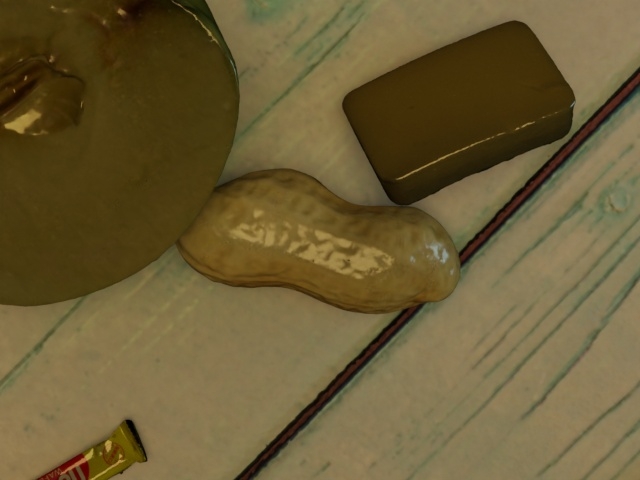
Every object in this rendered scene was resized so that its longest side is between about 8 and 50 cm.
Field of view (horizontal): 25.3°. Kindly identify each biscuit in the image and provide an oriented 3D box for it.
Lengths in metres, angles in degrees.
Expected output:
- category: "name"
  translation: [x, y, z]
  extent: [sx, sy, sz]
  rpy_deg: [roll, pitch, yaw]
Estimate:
- category: "biscuit"
  translation: [-0.299, 0.266, 1.382]
  extent: [0.292, 0.026, 0.048]
  rpy_deg: [-31, 73, -1]

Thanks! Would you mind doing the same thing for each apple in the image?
- category: "apple"
  translation: [-0.248, -0.138, 1.229]
  extent: [0.360, 0.320, 0.311]
  rpy_deg: [-30, 63, 16]

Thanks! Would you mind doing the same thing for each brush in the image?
- category: "brush"
  translation: [0.131, -0.120, 1.346]
  extent: [0.197, 0.059, 0.123]
  rpy_deg: [-23, 57, -2]

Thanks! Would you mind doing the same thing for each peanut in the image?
- category: "peanut"
  translation: [0.000, 0.000, 1.349]
  extent: [0.274, 0.111, 0.125]
  rpy_deg: [13, 56, -7]
